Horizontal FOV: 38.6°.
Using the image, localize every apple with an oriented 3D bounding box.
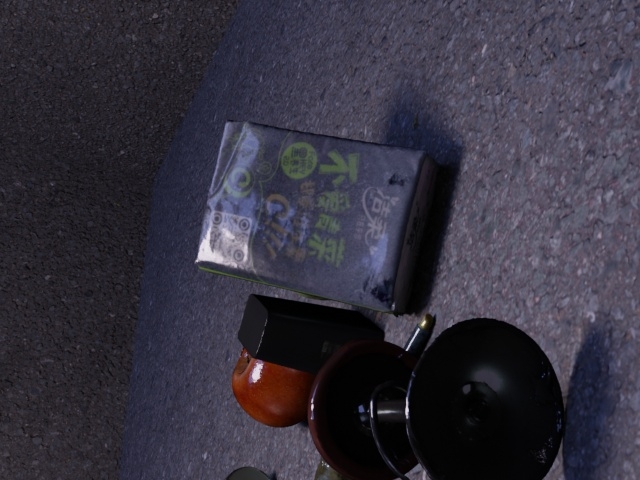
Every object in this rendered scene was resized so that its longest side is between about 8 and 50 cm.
[{"bbox_3d":[-0.085,0.264,1.885,0.210,0.173,0.235,148,133,-62],"label":"apple"}]

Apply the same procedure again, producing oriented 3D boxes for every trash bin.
[{"bbox_3d":[-0.023,0.178,1.704,0.165,0.225,0.115,-145,72,-69],"label":"trash bin"}]

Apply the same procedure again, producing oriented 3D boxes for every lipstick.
[{"bbox_3d":[0.156,0.173,1.517,0.116,0.037,0.037,-63,23,20],"label":"lipstick"}]

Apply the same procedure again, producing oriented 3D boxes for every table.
[{"bbox_3d":[-0.195,0.594,2.023,0.220,0.126,0.126,129,149,-48],"label":"table"}]

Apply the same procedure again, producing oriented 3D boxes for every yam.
[{"bbox_3d":[0.019,0.446,1.635,0.078,0.078,0.179,-134,61,-67],"label":"yam"}]

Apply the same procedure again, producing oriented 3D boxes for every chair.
[{"bbox_3d":[0.129,0.237,1.275,0.401,0.226,0.226,156,125,-66],"label":"chair"}]

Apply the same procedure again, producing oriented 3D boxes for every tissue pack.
[{"bbox_3d":[-0.011,-0.044,1.633,0.124,0.394,0.288,16,-94,-67],"label":"tissue pack"}]

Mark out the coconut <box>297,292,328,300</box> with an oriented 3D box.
[{"bbox_3d":[0.000,0.000,1.796,0.236,0.204,0.236,-160,90,-86],"label":"coconut"}]
